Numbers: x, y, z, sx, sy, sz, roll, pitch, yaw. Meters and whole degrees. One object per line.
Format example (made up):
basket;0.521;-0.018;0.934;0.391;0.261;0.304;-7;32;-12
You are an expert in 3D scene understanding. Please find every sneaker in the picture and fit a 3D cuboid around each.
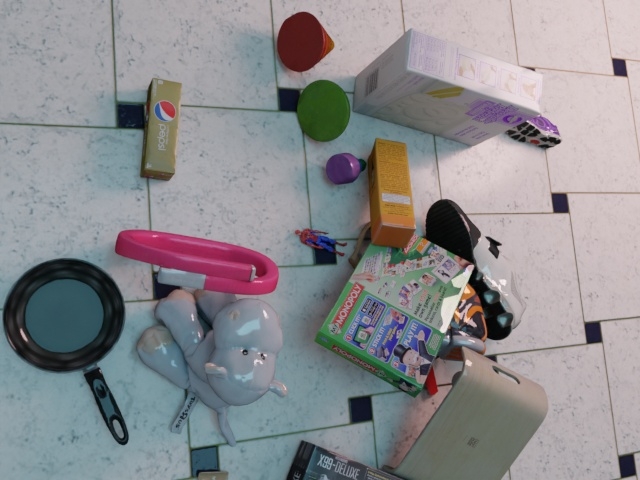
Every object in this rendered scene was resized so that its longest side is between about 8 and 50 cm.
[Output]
sneaker;0.352;0.048;1.444;0.146;0.122;0.330;-29;92;-42
sneaker;0.192;0.141;1.359;0.321;0.124;0.180;13;58;-11
sneaker;0.523;-0.281;1.597;0.170;0.068;0.071;15;60;-29

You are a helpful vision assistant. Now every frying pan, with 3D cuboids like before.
frying pan;-0.397;0.175;1.127;0.326;0.053;0.197;46;67;-12

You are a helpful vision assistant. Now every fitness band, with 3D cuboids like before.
fitness band;-0.214;0.033;1.142;0.291;0.209;0.054;12;100;-20

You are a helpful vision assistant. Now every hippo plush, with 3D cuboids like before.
hippo plush;-0.186;0.199;1.110;0.234;0.236;0.294;20;74;-19

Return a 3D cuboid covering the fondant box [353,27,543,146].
fondant box;0.270;-0.316;1.387;0.330;0.238;0.096;11;77;-21

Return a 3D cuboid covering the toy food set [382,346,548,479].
toy food set;0.296;0.388;1.322;0.220;0.092;0.306;28;101;-18

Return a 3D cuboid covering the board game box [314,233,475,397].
board game box;0.153;0.119;1.259;0.213;0.046;0.317;28;54;7

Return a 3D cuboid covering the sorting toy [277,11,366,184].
sorting toy;0.027;-0.302;1.376;0.126;0.127;0.365;-20;93;-54

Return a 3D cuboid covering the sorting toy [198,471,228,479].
sorting toy;-0.211;0.455;1.180;0.083;0.012;0.062;8;83;-25

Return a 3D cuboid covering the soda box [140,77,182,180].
soda box;-0.303;-0.209;1.223;0.058;0.061;0.181;6;79;-23

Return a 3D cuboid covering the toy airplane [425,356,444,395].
toy airplane;0.204;0.267;1.380;0.151;0.028;0.151;5;78;-22

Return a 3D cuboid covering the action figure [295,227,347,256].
action figure;0.000;0.000;1.338;0.115;0.030;0.038;19;80;-17

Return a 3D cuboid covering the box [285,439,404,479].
box;0.061;0.557;1.245;0.307;0.076;0.242;26;72;-17

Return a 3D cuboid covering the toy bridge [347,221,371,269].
toy bridge;0.127;-0.015;1.394;0.188;0.026;0.063;-41;97;-23

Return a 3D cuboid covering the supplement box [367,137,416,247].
supplement box;0.144;-0.101;1.336;0.080;0.078;0.233;5;55;-10
